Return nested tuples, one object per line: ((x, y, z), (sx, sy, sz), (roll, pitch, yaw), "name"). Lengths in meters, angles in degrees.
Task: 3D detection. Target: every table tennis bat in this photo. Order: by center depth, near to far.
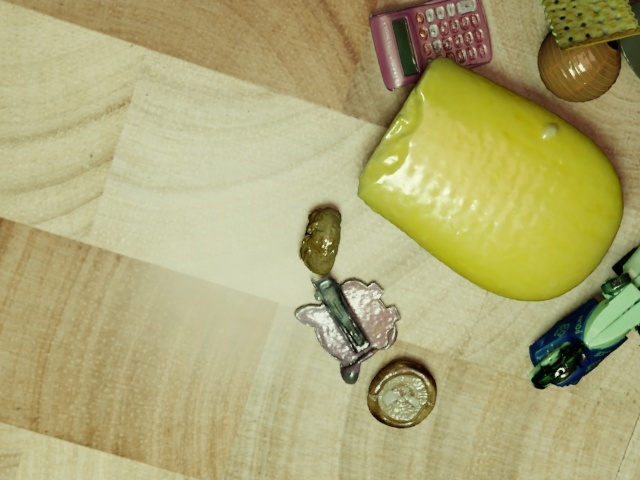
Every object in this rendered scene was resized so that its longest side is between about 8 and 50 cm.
((0.569, -0.290, 1.783), (0.234, 0.022, 0.131), (45, 65, -18), "table tennis bat")

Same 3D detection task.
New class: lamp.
((0.416, -0.289, 1.734), (0.136, 0.136, 0.136), (-1, 98, -5), "lamp")

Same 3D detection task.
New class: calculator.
((0.181, -0.326, 1.763), (0.190, 0.034, 0.127), (-16, 98, -8), "calculator")

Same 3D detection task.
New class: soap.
((0.290, -0.086, 1.764), (0.427, 0.115, 0.306), (33, 90, -9), "soap")

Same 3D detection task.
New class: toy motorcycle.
((0.463, 0.140, 1.784), (0.331, 0.196, 0.125), (-38, 84, -12), "toy motorcycle")

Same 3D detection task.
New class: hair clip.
((0.048, 0.129, 1.812), (0.146, 0.056, 0.187), (-36, 108, 0), "hair clip")

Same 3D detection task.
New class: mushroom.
((0.137, 0.260, 1.831), (0.123, 0.052, 0.123), (0, 105, -1), "mushroom")

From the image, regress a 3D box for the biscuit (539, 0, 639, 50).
((0.405, -0.401, 1.712), (0.139, 0.016, 0.231), (-13, 61, -3), "biscuit")

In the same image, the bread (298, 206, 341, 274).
((0.000, 0.000, 1.770), (0.060, 0.082, 0.113), (12, 94, -4), "bread")
